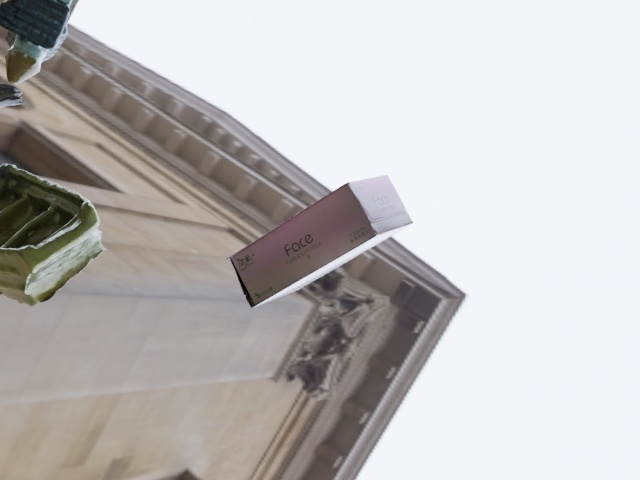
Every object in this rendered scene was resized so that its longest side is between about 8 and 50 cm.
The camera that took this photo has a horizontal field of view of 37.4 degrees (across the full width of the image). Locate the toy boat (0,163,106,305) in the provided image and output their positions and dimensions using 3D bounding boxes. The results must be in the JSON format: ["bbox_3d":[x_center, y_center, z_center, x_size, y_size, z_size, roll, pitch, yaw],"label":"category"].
[{"bbox_3d":[-0.302,-0.010,0.925,0.276,0.084,0.111,17,-130,45],"label":"toy boat"}]

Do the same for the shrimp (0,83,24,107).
[{"bbox_3d":[-0.623,-0.221,1.486,0.164,0.317,0.062,-21,-97,60],"label":"shrimp"}]

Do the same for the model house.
[{"bbox_3d":[-0.512,-0.408,1.645,0.253,0.184,0.291,-29,-135,55],"label":"model house"}]

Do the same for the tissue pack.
[{"bbox_3d":[0.000,0.000,1.437,0.246,0.148,0.092,-32,-97,28],"label":"tissue pack"}]
